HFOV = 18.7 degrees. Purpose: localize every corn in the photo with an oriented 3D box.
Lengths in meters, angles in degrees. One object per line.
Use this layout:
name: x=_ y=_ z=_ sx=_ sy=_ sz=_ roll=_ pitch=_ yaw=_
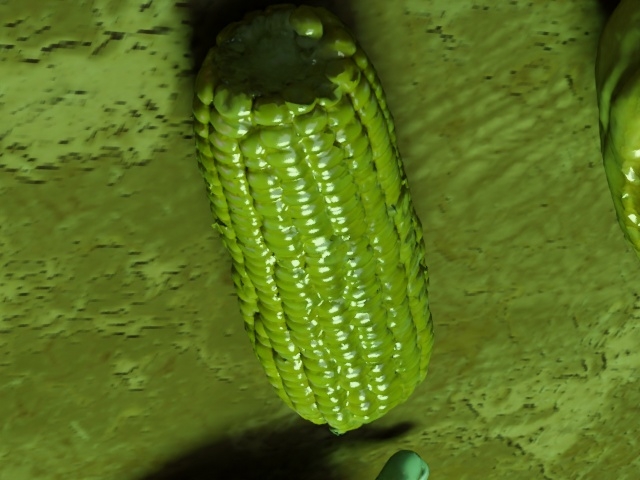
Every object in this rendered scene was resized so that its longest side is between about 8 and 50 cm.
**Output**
corn: x=0.000 y=0.000 z=0.757 sx=0.080 sy=0.080 sz=0.238 roll=-22 pitch=146 yaw=-4

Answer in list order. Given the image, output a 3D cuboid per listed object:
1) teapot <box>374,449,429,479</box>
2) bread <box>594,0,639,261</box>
teapot: x=-0.029 y=0.202 z=0.959 sx=0.159 sy=0.159 sz=0.232 roll=17 pitch=123 yaw=-43
bread: x=0.210 y=-0.049 z=0.780 sx=0.198 sy=0.120 sz=0.236 roll=-25 pitch=144 yaw=4
